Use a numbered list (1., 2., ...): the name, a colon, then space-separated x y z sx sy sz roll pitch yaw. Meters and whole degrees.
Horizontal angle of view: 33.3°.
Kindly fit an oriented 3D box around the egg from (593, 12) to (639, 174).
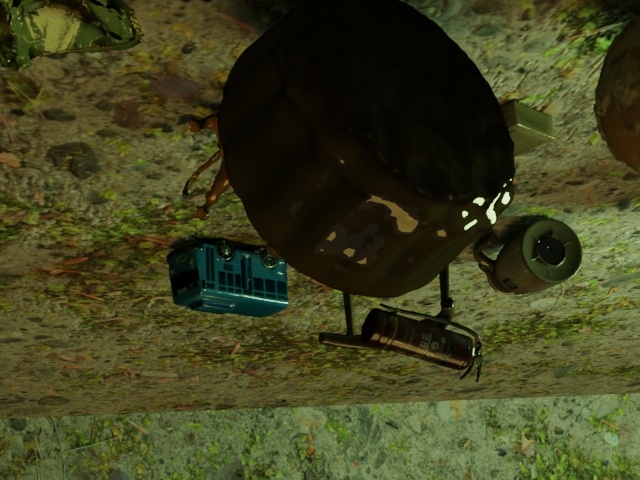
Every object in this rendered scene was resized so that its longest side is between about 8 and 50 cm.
1. egg: 0.391 -0.157 1.070 0.203 0.203 0.245 9 149 -33

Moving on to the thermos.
1. thermos: 0.322 0.031 1.746 0.137 0.105 0.193 26 161 -7

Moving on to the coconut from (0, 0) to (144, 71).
1. coconut: -0.254 -0.206 0.987 0.158 0.055 0.133 14 154 -39

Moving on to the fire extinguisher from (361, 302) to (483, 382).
1. fire extinguisher: 0.124 0.116 1.221 0.158 0.064 0.043 18 -167 -21

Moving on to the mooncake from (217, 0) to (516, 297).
1. mooncake: 0.052 -0.102 1.026 0.290 0.290 0.161 9 146 -35

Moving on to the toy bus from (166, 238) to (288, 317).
1. toy bus: -0.145 0.063 1.687 0.185 0.106 0.090 11 157 -38

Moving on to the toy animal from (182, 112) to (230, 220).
1. toy animal: -0.098 -0.113 1.257 0.255 0.114 0.116 -20 -162 47

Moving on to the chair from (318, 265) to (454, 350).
1. chair: 0.051 -0.015 1.273 0.188 0.272 0.166 -19 157 31

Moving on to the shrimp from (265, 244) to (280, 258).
1. shrimp: 0.000 0.000 1.641 0.180 0.041 0.099 -18 157 31

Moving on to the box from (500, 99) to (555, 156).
1. box: 0.235 -0.135 1.332 0.079 0.035 0.083 13 154 -41
